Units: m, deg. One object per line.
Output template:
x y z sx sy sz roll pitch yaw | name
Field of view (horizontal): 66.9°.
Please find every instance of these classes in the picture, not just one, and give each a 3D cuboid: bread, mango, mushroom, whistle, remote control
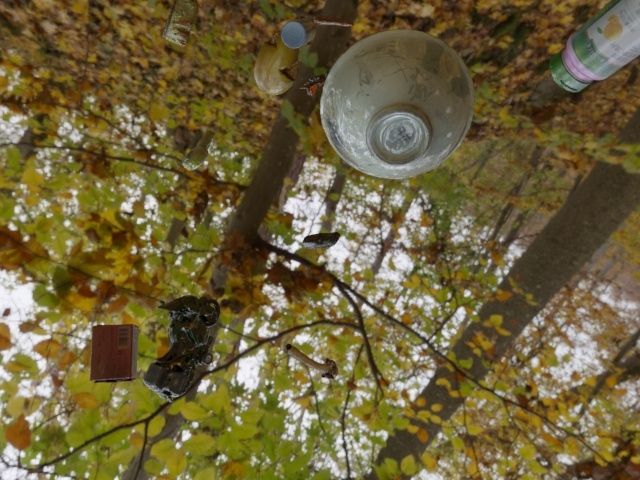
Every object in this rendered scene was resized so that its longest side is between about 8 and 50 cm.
-0.391 -0.625 1.362 0.069 0.128 0.140 16 -147 -22 | bread
-0.168 -0.701 1.912 0.167 0.262 0.130 15 -144 -7 | mango
-0.023 0.370 1.501 0.187 0.061 0.060 32 -163 -11 | mushroom
-0.440 -0.336 1.770 0.057 0.104 0.198 45 -133 -33 | whistle
0.000 0.000 2.032 0.042 0.072 0.222 44 151 -28 | remote control

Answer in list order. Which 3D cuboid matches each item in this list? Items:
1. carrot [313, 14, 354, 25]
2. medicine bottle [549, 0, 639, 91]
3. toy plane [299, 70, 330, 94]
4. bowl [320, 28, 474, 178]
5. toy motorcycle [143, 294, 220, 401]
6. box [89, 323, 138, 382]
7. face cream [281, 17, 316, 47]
0.052 -0.856 1.892 0.165 0.035 0.035 1 -153 -9 | carrot
0.645 -0.448 1.064 0.134 0.274 0.133 7 -111 -19 | medicine bottle
0.003 -0.670 2.010 0.135 0.188 0.062 34 160 54 | toy plane
0.147 -0.224 0.932 0.314 0.313 0.146 18 -143 -6 | bowl
-0.349 0.252 1.200 0.125 0.274 0.187 3 154 36 | toy motorcycle
-0.549 0.299 1.291 0.111 0.156 0.060 -2 162 -5 | box
-0.064 -0.644 1.499 0.077 0.077 0.250 19 -153 -4 | face cream
